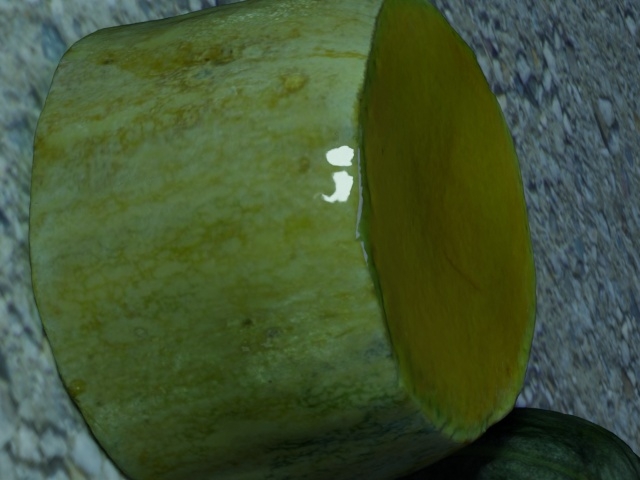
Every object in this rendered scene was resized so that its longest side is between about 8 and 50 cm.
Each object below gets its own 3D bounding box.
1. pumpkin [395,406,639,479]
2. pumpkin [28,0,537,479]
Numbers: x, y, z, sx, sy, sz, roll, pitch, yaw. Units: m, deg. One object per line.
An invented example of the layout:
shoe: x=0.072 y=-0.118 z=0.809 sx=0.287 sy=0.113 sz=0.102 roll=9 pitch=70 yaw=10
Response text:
pumpkin: x=0.143 y=0.257 z=1.242 sx=0.300 sy=0.207 sz=0.300 roll=-6 pitch=90 yaw=-66
pumpkin: x=0.000 y=0.000 z=1.129 sx=0.332 sy=0.199 sz=0.332 roll=30 pitch=53 yaw=-50
